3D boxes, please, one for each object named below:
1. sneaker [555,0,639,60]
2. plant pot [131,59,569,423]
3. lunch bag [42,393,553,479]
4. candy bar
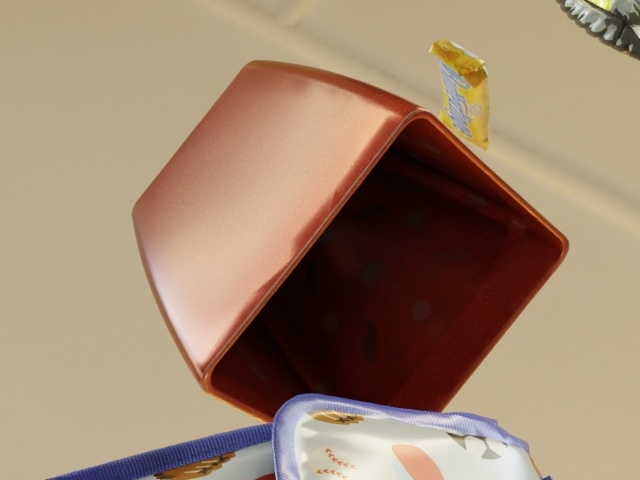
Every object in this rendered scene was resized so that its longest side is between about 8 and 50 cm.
[{"bbox_3d":[0.365,-0.213,1.286,0.145,0.147,0.384,-6,-153,-38],"label":"sneaker"},{"bbox_3d":[0.000,0.000,1.234,0.267,0.267,0.236,-51,-133,3],"label":"plant pot"},{"bbox_3d":[-0.021,0.274,0.810,0.385,0.239,0.328,-13,-137,-1],"label":"lunch bag"},{"bbox_3d":[0.089,-0.089,0.901,0.040,0.161,0.018,38,-94,12],"label":"candy bar"}]
